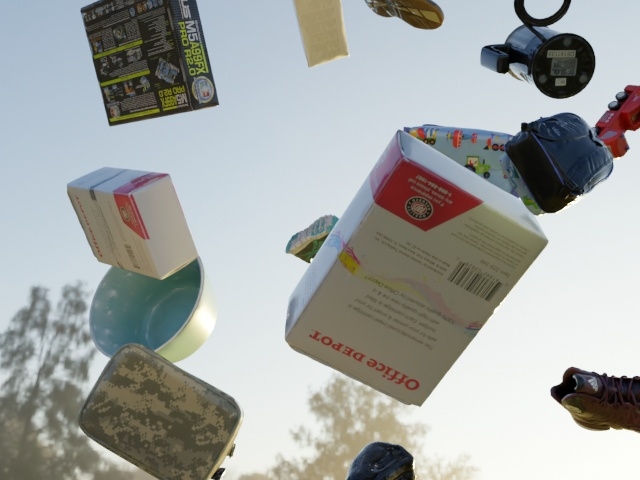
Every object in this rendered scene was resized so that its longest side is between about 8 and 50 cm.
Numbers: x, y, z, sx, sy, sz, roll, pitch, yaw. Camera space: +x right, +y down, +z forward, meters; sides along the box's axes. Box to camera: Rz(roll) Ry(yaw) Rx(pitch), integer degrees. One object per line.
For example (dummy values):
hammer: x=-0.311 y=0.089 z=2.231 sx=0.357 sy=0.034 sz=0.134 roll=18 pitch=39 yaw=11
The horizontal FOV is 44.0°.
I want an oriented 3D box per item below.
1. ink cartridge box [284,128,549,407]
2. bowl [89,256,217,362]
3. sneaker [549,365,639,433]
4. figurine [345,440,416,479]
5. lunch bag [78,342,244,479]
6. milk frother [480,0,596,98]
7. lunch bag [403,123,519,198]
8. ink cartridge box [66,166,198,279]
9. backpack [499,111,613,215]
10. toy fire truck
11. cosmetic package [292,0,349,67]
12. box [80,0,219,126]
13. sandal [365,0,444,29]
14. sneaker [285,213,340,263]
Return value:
ink cartridge box: x=0.118 y=0.042 z=1.069 sx=0.226 sy=0.131 sz=0.306 roll=29 pitch=-66 yaw=-12
bowl: x=-0.367 y=0.165 z=1.854 sx=0.311 sy=0.312 sz=0.163 roll=-6 pitch=-32 yaw=24
sneaker: x=0.528 y=0.274 z=1.384 sx=0.162 sy=0.107 sz=0.281 roll=31 pitch=-34 yaw=-30
figurine: x=0.058 y=0.434 z=1.150 sx=0.092 sy=0.215 sz=0.209 roll=-1 pitch=12 yaw=37
lunch bag: x=-0.312 y=0.367 z=1.624 sx=0.305 sy=0.213 sz=0.256 roll=28 pitch=-12 yaw=2
milk frother: x=0.292 y=-0.276 z=1.049 sx=0.129 sy=0.143 sz=0.135 roll=15 pitch=19 yaw=-11
lunch bag: x=0.300 y=-0.167 z=1.570 sx=0.220 sy=0.138 sz=0.293 roll=7 pitch=17 yaw=18
ink cartridge box: x=-0.322 y=-0.034 z=1.342 sx=0.217 sy=0.092 sz=0.159 roll=9 pitch=-57 yaw=45
backpack: x=0.268 y=-0.090 z=0.903 sx=0.114 sy=0.105 sz=0.084 roll=-26 pitch=-10 yaw=-38
toy fire truck: x=0.537 y=-0.204 z=1.290 sx=0.135 sy=0.192 sz=0.047 roll=22 pitch=-24 yaw=52
cosmetic package: x=-0.002 y=-0.479 z=1.695 sx=0.098 sy=0.061 sz=0.239 roll=-15 pitch=-28 yaw=0
box: x=-0.296 y=-0.316 z=1.347 sx=0.060 sy=0.217 sz=0.270 roll=-23 pitch=15 yaw=-41
sandal: x=0.144 y=-0.409 z=1.353 sx=0.180 sy=0.049 sz=0.072 roll=30 pitch=-15 yaw=45
sneaker: x=0.000 y=0.000 z=1.742 sx=0.076 sy=0.065 sz=0.166 roll=38 pitch=-43 yaw=-25
